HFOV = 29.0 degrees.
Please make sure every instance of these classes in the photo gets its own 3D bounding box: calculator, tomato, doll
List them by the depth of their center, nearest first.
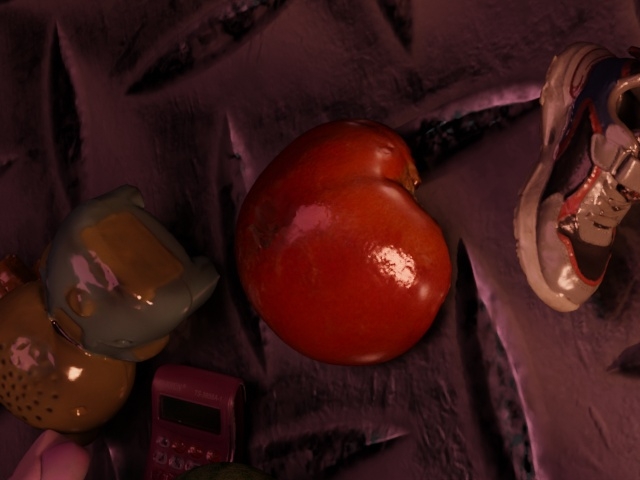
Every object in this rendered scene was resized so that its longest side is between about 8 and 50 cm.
[{"bbox_3d":[0.000,0.000,1.142,0.200,0.139,0.233,-43,57,32],"label":"tomato"},{"bbox_3d":[-0.132,0.226,1.270,0.126,0.034,0.191,7,90,39],"label":"calculator"},{"bbox_3d":[-0.249,0.090,1.304,0.177,0.161,0.261,43,119,3],"label":"doll"}]

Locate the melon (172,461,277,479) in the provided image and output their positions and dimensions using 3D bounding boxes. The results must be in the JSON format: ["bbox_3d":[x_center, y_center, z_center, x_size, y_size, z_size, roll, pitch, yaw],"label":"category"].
[{"bbox_3d":[-0.078,0.343,1.103,0.182,0.182,0.288,-25,68,33],"label":"melon"}]

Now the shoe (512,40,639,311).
[{"bbox_3d":[0.236,-0.053,0.984,0.125,0.099,0.228,1,77,42],"label":"shoe"}]

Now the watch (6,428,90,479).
[{"bbox_3d":[-0.265,0.361,1.249,0.211,0.217,0.248,-38,20,26],"label":"watch"}]

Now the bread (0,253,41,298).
[{"bbox_3d":[-0.458,0.144,1.510,0.380,0.109,0.185,-45,48,21],"label":"bread"}]
